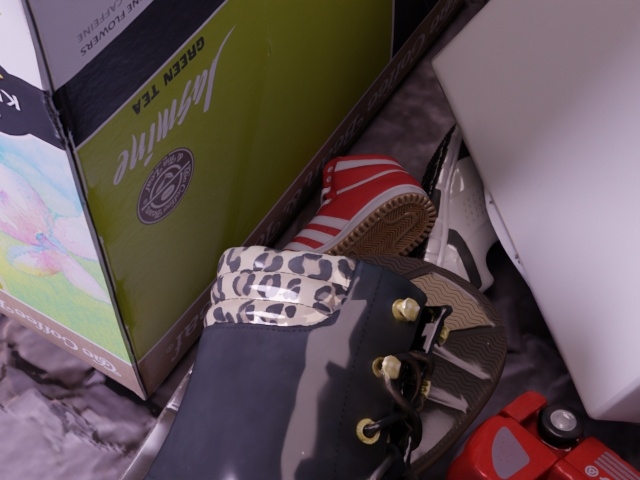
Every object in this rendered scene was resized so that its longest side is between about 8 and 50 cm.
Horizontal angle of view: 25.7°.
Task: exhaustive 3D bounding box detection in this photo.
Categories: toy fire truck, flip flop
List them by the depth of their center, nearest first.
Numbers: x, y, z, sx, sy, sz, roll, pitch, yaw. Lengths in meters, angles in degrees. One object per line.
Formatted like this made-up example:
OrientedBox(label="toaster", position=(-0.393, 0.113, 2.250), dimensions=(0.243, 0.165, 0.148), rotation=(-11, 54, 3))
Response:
OrientedBox(label="toy fire truck", position=(0.109, 0.155, 0.556), dimensions=(0.135, 0.047, 0.192), rotation=(-29, 56, -37))
OrientedBox(label="flip flop", position=(-0.028, 0.118, 0.625), dimensions=(0.112, 0.080, 0.277), rotation=(36, 79, 18))

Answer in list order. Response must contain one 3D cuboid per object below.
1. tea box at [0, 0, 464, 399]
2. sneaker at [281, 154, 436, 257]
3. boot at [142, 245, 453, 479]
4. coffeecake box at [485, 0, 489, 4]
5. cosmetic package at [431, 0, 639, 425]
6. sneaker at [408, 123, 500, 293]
OrientedBox(label="tea box", position=(-0.089, -0.163, 0.663), dimensions=(0.220, 0.323, 0.329), rotation=(27, 61, 20))
OrientedBox(label="sneaker", position=(0.000, 0.000, 0.720), dimensions=(0.118, 0.042, 0.067), rotation=(-32, 31, 6))
OrientedBox(label="boot", position=(0.026, 0.099, 0.519), dimensions=(0.236, 0.085, 0.178), rotation=(9, 70, 29))
OrientedBox(label="coffeecake box", position=(0.166, -0.167, 0.810), dimensions=(0.142, 0.068, 0.185), rotation=(-6, 55, -1))
OrientedBox(label="cosmetic package", position=(0.242, -0.104, 0.574), dimensions=(0.156, 0.385, 0.217), rotation=(10, 49, -37))
OrientedBox(label="sneaker", position=(0.074, -0.014, 0.733), dimensions=(0.044, 0.040, 0.109), rotation=(16, 60, -7))
